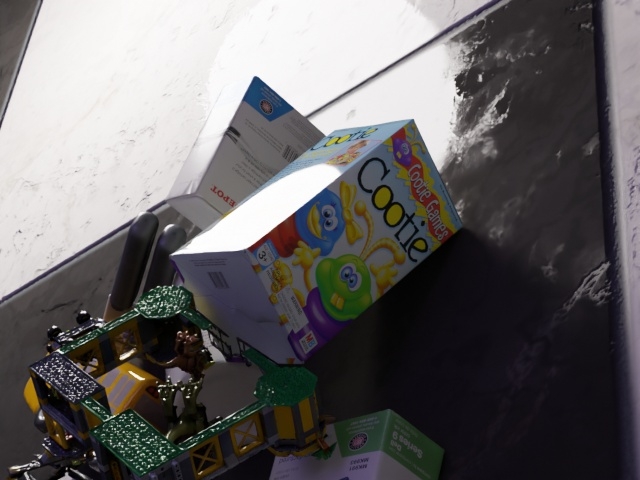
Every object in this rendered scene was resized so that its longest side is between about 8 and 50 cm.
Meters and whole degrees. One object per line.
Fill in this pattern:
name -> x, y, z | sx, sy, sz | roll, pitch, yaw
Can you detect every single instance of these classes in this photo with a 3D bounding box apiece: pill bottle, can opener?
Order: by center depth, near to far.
pill bottle -> -0.118, 0.122, 1.840 | 0.131, 0.131, 0.229 | -39, 32, 18
can opener -> -0.219, 0.053, 1.989 | 0.283, 0.076, 0.095 | 113, -178, -49

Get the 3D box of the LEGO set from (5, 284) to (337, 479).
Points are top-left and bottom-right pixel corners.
LEGO set -> -0.142, 0.210, 1.588 | 0.331, 0.192, 0.255 | 22, 44, 40

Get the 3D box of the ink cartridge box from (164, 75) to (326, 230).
ink cartridge box -> -0.095, -0.094, 2.039 | 0.082, 0.139, 0.190 | -7, 51, 51

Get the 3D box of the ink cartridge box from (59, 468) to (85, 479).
ink cartridge box -> -0.248, 0.333, 1.782 | 0.092, 0.143, 0.090 | -59, 14, -15

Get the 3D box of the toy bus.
toy bus -> -0.250, 0.219, 1.931 | 0.130, 0.108, 0.333 | -55, 30, -11

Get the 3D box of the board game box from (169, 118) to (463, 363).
board game box -> 0.000, 0.000, 1.715 | 0.275, 0.142, 0.144 | -39, 21, -33

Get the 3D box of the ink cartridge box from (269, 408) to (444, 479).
ink cartridge box -> 0.018, 0.285, 1.522 | 0.154, 0.093, 0.212 | -19, 44, 40

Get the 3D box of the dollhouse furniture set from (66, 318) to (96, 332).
dollhouse furniture set -> -0.327, 0.176, 2.161 | 0.151, 0.059, 0.076 | -61, 34, 19

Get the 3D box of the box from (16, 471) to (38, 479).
box -> -0.337, 0.345, 1.633 | 0.175, 0.051, 0.220 | -45, 23, -7
